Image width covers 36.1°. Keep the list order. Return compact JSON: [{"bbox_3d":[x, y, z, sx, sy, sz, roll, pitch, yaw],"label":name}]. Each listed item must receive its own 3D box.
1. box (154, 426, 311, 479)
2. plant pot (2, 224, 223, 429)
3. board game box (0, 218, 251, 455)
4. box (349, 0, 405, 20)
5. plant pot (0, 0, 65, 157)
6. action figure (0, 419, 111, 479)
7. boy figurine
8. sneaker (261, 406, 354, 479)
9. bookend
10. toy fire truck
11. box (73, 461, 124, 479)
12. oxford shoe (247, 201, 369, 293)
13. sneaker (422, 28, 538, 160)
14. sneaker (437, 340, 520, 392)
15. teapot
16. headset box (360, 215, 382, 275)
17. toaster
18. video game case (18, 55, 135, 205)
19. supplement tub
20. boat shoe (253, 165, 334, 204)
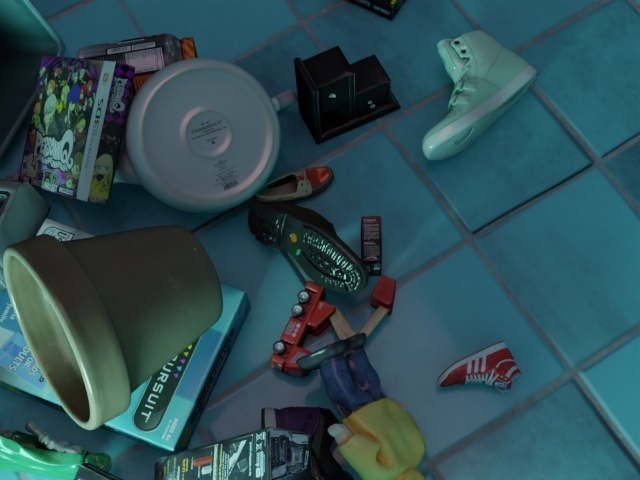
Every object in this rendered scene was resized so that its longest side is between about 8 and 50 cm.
[{"bbox_3d":[-0.118,0.412,1.242,0.242,0.076,0.307,-25,57,40],"label":"box"},{"bbox_3d":[-0.264,0.087,1.315,0.229,0.263,0.263,-25,66,-29],"label":"plant pot"},{"bbox_3d":[-0.308,0.140,1.447,0.336,0.079,0.253,19,68,11],"label":"board game box"},{"bbox_3d":[0.093,-0.502,1.742,0.184,0.045,0.190,27,69,11],"label":"box"},{"bbox_3d":[-0.621,-0.307,1.582,0.252,0.248,0.247,12,65,27],"label":"plant pot"},{"bbox_3d":[-0.407,0.293,1.374,0.232,0.137,0.063,14,54,-1],"label":"action figure"},{"bbox_3d":[0.079,0.269,1.348,0.092,0.177,0.285,-30,81,32],"label":"boy figurine"},{"bbox_3d":[-0.012,0.359,1.327,0.124,0.107,0.283,-3,66,-6],"label":"sneaker"},{"bbox_3d":[0.046,-0.248,1.566,0.157,0.156,0.072,-24,67,-9],"label":"bookend"},{"bbox_3d":[0.021,0.126,1.457,0.135,0.047,0.192,21,68,12],"label":"toy fire truck"},{"bbox_3d":[-0.300,0.397,1.326,0.116,0.029,0.162,23,94,12],"label":"box"},{"bbox_3d":[0.000,0.000,1.478,0.096,0.082,0.227,-14,42,-45],"label":"oxford shoe"},{"bbox_3d":[0.217,-0.241,1.589,0.151,0.094,0.256,44,64,13],"label":"sneaker"},{"bbox_3d":[0.232,0.198,1.420,0.118,0.042,0.067,-25,64,-11],"label":"sneaker"},{"bbox_3d":[-0.187,-0.162,1.531,0.256,0.187,0.252,21,87,-16],"label":"teapot"},{"bbox_3d":[0.078,0.005,1.502,0.032,0.062,0.083,-1,67,1],"label":"headset box"},{"bbox_3d":[-0.529,-0.013,1.493,0.168,0.110,0.185,9,62,15],"label":"toaster"},{"bbox_3d":[-0.377,-0.173,1.502,0.232,0.042,0.210,16,94,47],"label":"video game case"},{"bbox_3d":[-0.295,-0.274,1.613,0.190,0.117,0.117,-9,66,-3],"label":"supplement tub"},{"bbox_3d":[-0.041,-0.087,1.559,0.137,0.043,0.049,-21,65,-9],"label":"boat shoe"}]
